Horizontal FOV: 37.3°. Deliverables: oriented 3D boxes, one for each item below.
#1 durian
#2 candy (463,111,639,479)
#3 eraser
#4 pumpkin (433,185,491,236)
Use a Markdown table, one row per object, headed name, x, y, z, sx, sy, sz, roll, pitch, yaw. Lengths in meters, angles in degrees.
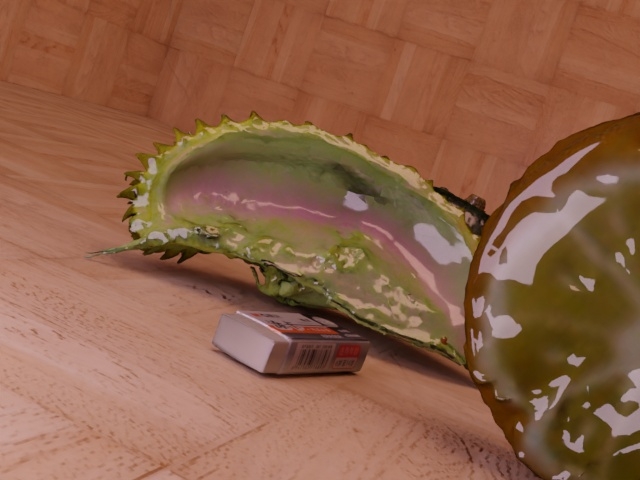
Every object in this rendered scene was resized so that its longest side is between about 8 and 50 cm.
| name | x | y | z | sx | sy | sz | roll | pitch | yaw |
| --- | --- | --- | --- | --- | --- | --- | --- | --- | --- |
| durian | -0.004 | -0.005 | 0.838 | 0.356 | 0.157 | 0.169 | 19 | 23 | -3 |
| candy | 0.213 | 0.047 | 0.573 | 0.260 | 0.259 | 0.118 | 22 | 2 | 24 |
| eraser | -0.018 | 0.072 | 0.667 | 0.052 | 0.029 | 0.122 | 23 | 7 | 34 |
| pumpkin | 0.156 | 0.011 | 1.160 | 0.190 | 0.146 | 0.190 | 11 | 15 | -3 |
